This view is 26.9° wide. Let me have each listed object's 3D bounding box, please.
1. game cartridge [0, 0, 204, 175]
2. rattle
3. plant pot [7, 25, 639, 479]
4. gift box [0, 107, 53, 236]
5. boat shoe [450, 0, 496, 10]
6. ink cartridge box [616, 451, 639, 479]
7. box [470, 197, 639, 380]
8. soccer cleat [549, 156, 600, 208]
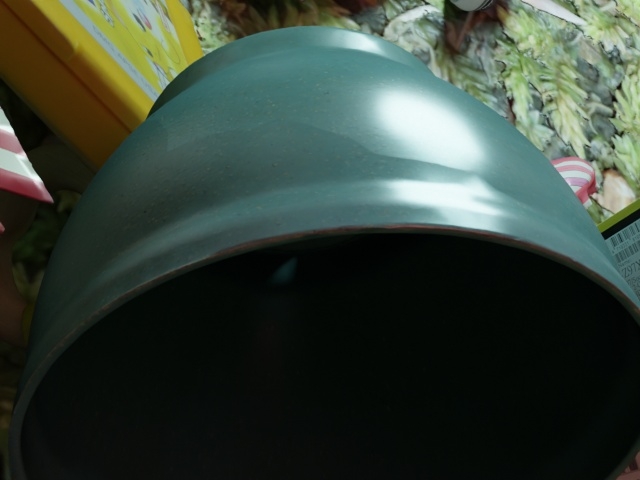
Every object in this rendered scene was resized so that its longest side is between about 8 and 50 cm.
[{"bbox_3d":[-0.158,-0.161,0.795,0.323,0.053,0.285,51,12,-43],"label":"game cartridge"},{"bbox_3d":[-0.160,-0.014,0.851,0.143,0.130,0.200,-1,36,-50],"label":"rattle"},{"bbox_3d":[0.000,0.020,0.663,0.293,0.293,0.196,19,42,-28],"label":"plant pot"},{"bbox_3d":[-0.301,-0.012,0.605,0.255,0.258,0.276,-30,83,-44],"label":"gift box"},{"bbox_3d":[0.180,-0.282,1.283,0.076,0.080,0.228,33,40,-15],"label":"boat shoe"},{"bbox_3d":[0.174,0.153,0.964,0.283,0.117,0.207,-5,67,-39],"label":"ink cartridge box"},{"bbox_3d":[0.239,0.044,0.818,0.322,0.257,0.079,-4,65,-38],"label":"box"},{"bbox_3d":[0.143,-0.024,1.084,0.095,0.083,0.248,49,47,5],"label":"soccer cleat"}]
